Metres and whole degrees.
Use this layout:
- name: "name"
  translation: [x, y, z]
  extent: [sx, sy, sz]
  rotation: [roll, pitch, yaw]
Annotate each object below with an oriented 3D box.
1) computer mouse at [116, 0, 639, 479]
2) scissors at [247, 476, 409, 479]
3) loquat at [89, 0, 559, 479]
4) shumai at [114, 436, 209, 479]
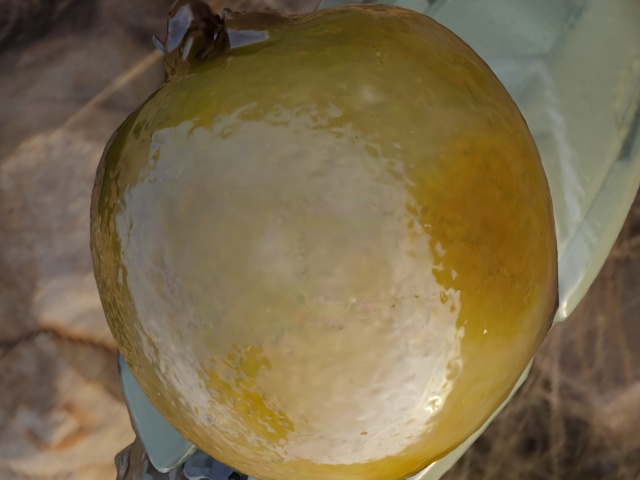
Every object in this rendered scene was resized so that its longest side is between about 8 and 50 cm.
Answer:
- name: "computer mouse"
  translation: [0.057, -0.024, 1.099]
  extent: [0.228, 0.429, 0.145]
  rotation: [37, 169, -6]
- name: "scissors"
  translation: [0.066, 0.116, 0.741]
  extent: [0.256, 0.030, 0.125]
  rotation: [21, 169, -41]
- name: "loquat"
  translation: [0.000, 0.000, 0.559]
  extent: [0.137, 0.163, 0.163]
  rotation: [-19, 113, 2]
- name: "shumai"
  translation: [-0.075, 0.237, 1.361]
  extent: [0.283, 0.217, 0.346]
  rotation: [-2, 146, 43]
